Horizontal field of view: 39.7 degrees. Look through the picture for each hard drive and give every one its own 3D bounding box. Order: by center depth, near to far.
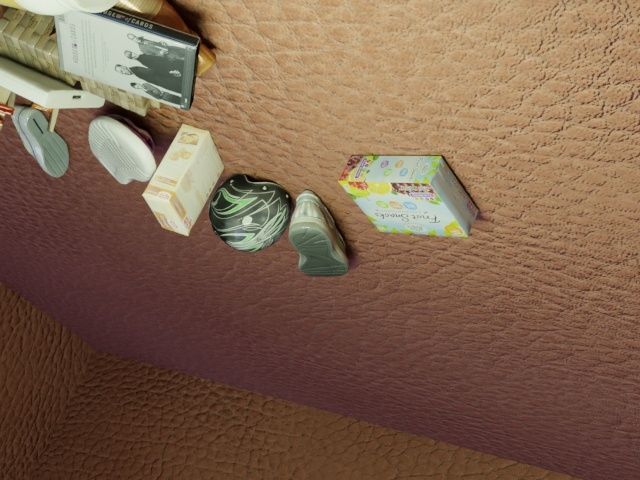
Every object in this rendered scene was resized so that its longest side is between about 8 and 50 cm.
[{"bbox_3d":[-0.606,-0.339,1.754,0.308,0.040,0.203,26,-164,13],"label":"hard drive"}]

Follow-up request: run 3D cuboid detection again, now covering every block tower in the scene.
[{"bbox_3d":[-0.455,-0.351,1.691,0.336,0.091,0.097,23,157,4],"label":"block tower"}]

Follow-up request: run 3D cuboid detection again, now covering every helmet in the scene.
[{"bbox_3d":[-0.151,-0.056,1.955,0.161,0.169,0.169,27,164,42],"label":"helmet"}]

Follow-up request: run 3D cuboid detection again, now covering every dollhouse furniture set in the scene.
[{"bbox_3d":[-0.701,-0.290,1.900,0.262,0.135,0.259,16,-179,-21],"label":"dollhouse furniture set"}]

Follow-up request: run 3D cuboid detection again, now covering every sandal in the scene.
[{"bbox_3d":[-0.428,-0.217,1.960,0.169,0.102,0.416,49,164,-16],"label":"sandal"}]

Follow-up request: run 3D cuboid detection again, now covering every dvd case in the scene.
[{"bbox_3d":[-0.325,-0.313,1.492,0.239,0.029,0.179,18,151,-3],"label":"dvd case"}]

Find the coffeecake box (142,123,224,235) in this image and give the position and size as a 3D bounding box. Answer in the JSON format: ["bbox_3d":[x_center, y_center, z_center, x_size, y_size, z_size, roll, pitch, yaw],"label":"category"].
[{"bbox_3d":[-0.287,-0.127,1.882,0.068,0.185,0.142,17,156,17],"label":"coffeecake box"}]

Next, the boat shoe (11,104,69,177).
[{"bbox_3d":[-0.687,-0.251,2.177,0.076,0.083,0.226,27,149,26],"label":"boat shoe"}]

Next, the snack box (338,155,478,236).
[{"bbox_3d":[0.167,-0.083,1.674,0.207,0.070,0.174,6,151,39],"label":"snack box"}]

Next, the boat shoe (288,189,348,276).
[{"bbox_3d":[-0.003,0.000,2.012,0.118,0.103,0.320,-3,156,13],"label":"boat shoe"}]

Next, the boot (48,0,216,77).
[{"bbox_3d":[-0.333,-0.356,1.569,0.283,0.109,0.220,-11,143,43],"label":"boot"}]

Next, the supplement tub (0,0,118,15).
[{"bbox_3d":[-0.444,-0.453,1.278,0.316,0.228,0.228,16,156,19],"label":"supplement tub"}]
